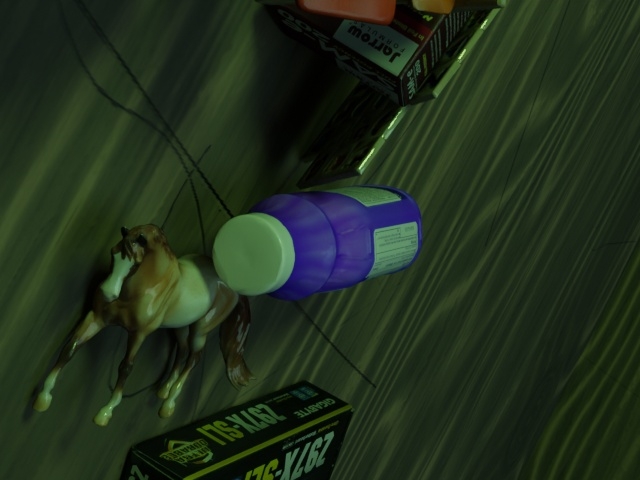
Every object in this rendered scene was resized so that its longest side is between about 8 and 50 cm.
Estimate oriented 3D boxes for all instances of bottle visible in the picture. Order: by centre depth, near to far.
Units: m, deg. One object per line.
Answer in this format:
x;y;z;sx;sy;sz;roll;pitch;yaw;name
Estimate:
0.000;0.000;0.990;0.283;0.118;0.092;-13;101;-65;bottle

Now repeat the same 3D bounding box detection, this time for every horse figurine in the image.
-0.128;0.068;0.901;0.263;0.066;0.175;11;107;-61;horse figurine

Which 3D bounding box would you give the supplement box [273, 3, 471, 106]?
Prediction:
0.082;-0.247;0.893;0.239;0.130;0.073;-56;168;-6;supplement box

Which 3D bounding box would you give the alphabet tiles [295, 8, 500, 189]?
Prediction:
0.070;-0.142;0.981;0.009;0.198;0.237;42;69;-18;alphabet tiles

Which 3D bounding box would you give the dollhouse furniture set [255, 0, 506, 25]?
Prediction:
0.024;-0.274;0.699;0.262;0.135;0.259;-1;97;-37;dollhouse furniture set

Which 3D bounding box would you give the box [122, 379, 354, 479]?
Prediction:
-0.105;0.304;1.146;0.322;0.079;0.257;-9;119;-59;box
